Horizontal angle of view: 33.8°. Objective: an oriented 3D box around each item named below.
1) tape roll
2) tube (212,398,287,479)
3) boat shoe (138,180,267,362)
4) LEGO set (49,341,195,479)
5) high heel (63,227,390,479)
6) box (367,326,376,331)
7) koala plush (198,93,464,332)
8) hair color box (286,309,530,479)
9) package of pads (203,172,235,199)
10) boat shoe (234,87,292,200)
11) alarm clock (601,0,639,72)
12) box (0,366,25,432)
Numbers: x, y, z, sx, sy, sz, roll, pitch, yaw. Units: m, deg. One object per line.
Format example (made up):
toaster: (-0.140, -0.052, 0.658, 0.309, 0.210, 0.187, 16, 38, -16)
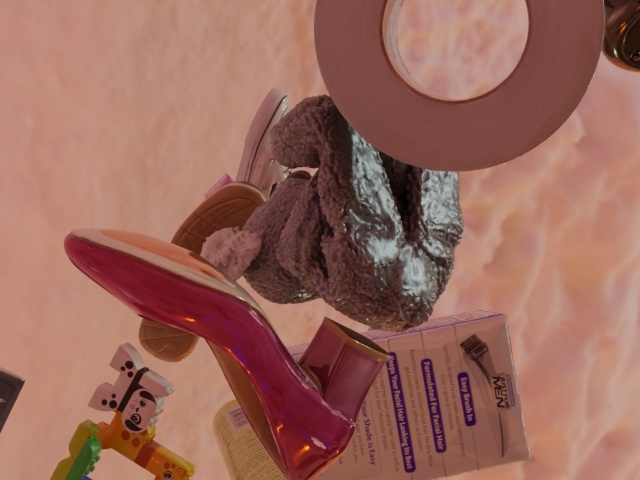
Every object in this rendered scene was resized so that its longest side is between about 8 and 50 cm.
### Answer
tape roll: (0.108, -0.165, 0.820, 0.219, 0.219, 0.072, -62, 172, 13)
tube: (-0.053, 0.240, 1.040, 0.062, 0.240, 0.070, 6, 107, -21)
boat shoe: (-0.150, 0.030, 1.353, 0.102, 0.092, 0.285, 24, 119, -8)
LEGO set: (-0.166, 0.201, 0.876, 0.227, 0.093, 0.087, -61, 173, 8)
high heel: (-0.072, 0.079, 0.674, 0.244, 0.082, 0.117, 27, 96, -36)
box: (0.083, 0.217, 1.505, 0.180, 0.077, 0.147, -51, 155, -81)
koala plush: (0.000, 0.000, 0.981, 0.196, 0.221, 0.203, 6, 72, -43)
hair color box: (0.073, 0.207, 1.308, 0.338, 0.110, 0.185, -10, 92, -6)
package of pads: (-0.129, -0.055, 1.565, 0.050, 0.032, 0.083, -44, 117, 0)
boat shoe: (-0.073, -0.096, 1.469, 0.083, 0.075, 0.226, -41, 152, -74)
alarm clock: (0.329, -0.205, 0.978, 0.129, 0.064, 0.192, -33, 145, 32)
box: (-0.483, 0.232, 1.237, 0.183, 0.056, 0.231, 30, 77, -33)
